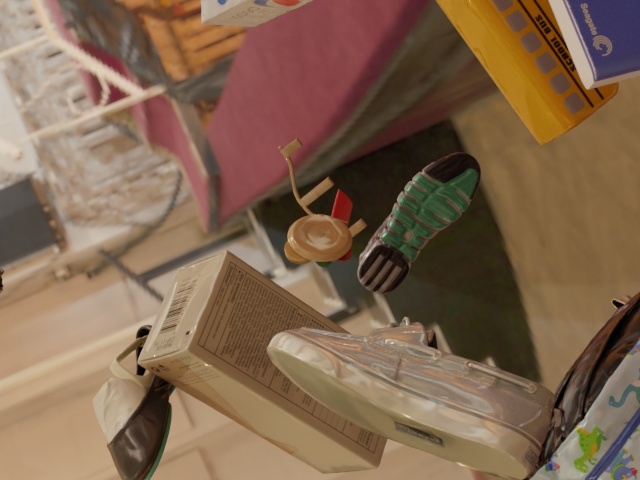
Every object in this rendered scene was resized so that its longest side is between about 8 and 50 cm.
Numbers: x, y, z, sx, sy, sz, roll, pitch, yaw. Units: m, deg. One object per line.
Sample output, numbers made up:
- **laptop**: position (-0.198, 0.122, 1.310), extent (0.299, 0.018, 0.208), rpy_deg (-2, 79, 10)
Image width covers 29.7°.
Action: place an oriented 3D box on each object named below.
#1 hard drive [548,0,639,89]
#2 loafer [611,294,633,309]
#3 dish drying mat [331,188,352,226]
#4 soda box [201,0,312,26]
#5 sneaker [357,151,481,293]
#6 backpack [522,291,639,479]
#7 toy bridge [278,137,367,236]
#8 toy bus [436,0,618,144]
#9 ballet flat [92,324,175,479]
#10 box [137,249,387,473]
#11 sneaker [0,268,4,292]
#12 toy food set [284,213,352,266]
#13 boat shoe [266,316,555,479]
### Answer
- **hard drive**: position (0.433, -0.318, 1.467), extent (0.040, 0.318, 0.210), rpy_deg (114, 139, -71)
- **loafer**: position (0.590, 0.139, 2.277), extent (0.125, 0.039, 0.045), rpy_deg (-117, 28, -67)
- **dish drying mat**: position (0.030, -0.040, 1.650), extent (0.032, 0.008, 0.083), rpy_deg (49, -154, -18)
- **soda box**: position (-0.064, -0.295, 1.363), extent (0.216, 0.074, 0.069), rpy_deg (-2, 88, 63)
- **sneaker**: position (0.122, -0.035, 1.620), extent (0.083, 0.224, 0.098), rpy_deg (39, -173, -15)
- **backpack**: position (0.408, 0.221, 1.537), extent (0.273, 0.355, 0.290), rpy_deg (52, 139, 15)
- **toy bridge**: position (-0.007, -0.077, 1.937), extent (0.188, 0.063, 0.026), rpy_deg (51, -172, -5)
- **toy bus**: position (0.265, -0.305, 1.645), extent (0.333, 0.130, 0.108), rpy_deg (54, 161, -2)
- **ballet flat**: position (-0.227, 0.195, 1.492), extent (0.096, 0.095, 0.280), rpy_deg (33, -156, -11)
- **box**: position (-0.053, 0.159, 1.503), extent (0.311, 0.148, 0.121), rpy_deg (37, 147, -25)
- **sneaker**: position (-0.448, 0.060, 1.596), extent (0.038, 0.069, 0.098), rpy_deg (53, 179, 6)
- **toy food set**: position (0.000, 0.000, 1.488), extent (0.020, 0.082, 0.083), rpy_deg (96, -175, -45)
- **boat shoe**: position (0.070, 0.106, 0.922), extent (0.227, 0.081, 0.079), rpy_deg (20, 152, 23)
